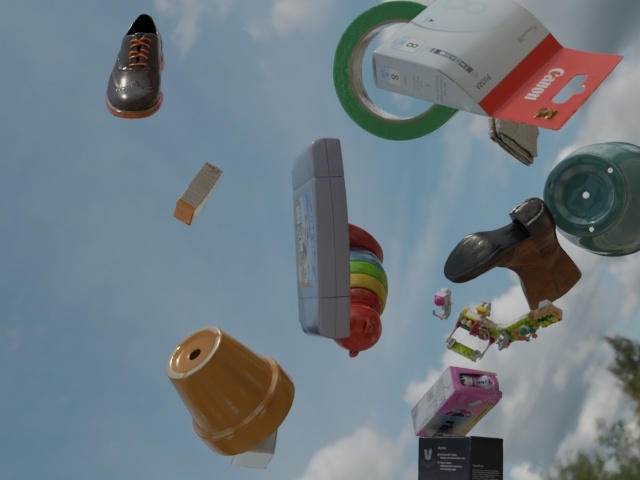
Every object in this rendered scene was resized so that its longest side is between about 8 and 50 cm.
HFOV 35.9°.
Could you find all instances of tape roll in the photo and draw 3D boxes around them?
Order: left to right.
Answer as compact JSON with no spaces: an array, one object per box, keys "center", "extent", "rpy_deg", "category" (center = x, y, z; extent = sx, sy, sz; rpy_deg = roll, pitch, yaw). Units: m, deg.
[{"center":[0.190,-0.395,2.303],"extent":[0.077,0.321,0.321],"rpy_deg":[-32,-39,-67],"category":"tape roll"}]

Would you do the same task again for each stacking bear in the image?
[{"center":[0.072,0.126,2.198],"extent":[0.175,0.164,0.289],"rpy_deg":[-57,22,34],"category":"stacking bear"}]

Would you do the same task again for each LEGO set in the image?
[{"center":[0.363,0.189,2.070],"extent":[0.107,0.287,0.132],"rpy_deg":[-45,-50,-41],"category":"LEGO set"}]

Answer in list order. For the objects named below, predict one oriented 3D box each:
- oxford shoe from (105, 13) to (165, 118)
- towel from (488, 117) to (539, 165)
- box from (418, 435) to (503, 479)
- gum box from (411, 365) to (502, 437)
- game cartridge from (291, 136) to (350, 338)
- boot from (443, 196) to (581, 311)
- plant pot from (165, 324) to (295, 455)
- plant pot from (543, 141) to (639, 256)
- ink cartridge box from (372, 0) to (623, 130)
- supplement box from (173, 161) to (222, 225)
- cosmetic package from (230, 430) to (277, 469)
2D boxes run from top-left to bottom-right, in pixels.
[{"center":[-0.315,-0.295,1.673],"extent":[0.271,0.097,0.098],"rpy_deg":[-100,12,-53],"category":"oxford shoe"},{"center":[0.489,-0.342,2.524],"extent":[0.187,0.049,0.282],"rpy_deg":[27,-126,-43],"category":"towel"},{"center":[0.271,0.461,1.917],"extent":[0.093,0.156,0.158],"rpy_deg":[10,-105,-32],"category":"box"},{"center":[0.272,0.325,1.976],"extent":[0.188,0.107,0.062],"rpy_deg":[120,152,-45],"category":"gum box"},{"center":[0.000,0.000,1.503],"extent":[0.198,0.062,0.297],"rpy_deg":[146,121,-82],"category":"game cartridge"},{"center":[0.419,0.067,2.143],"extent":[0.264,0.096,0.280],"rpy_deg":[-40,-46,-4],"category":"boot"},{"center":[-0.183,0.266,1.854],"extent":[0.205,0.205,0.188],"rpy_deg":[-52,-58,-24],"category":"plant pot"},{"center":[0.623,-0.096,2.213],"extent":[0.255,0.272,0.271],"rpy_deg":[0,-67,-59],"category":"plant pot"},{"center":[0.340,-0.355,1.885],"extent":[0.308,0.385,0.091],"rpy_deg":[-44,-40,-37],"category":"ink cartridge box"},{"center":[-0.214,-0.082,1.731],"extent":[0.098,0.036,0.062],"rpy_deg":[-59,-1,-29],"category":"supplement box"},{"center":[-0.138,0.403,2.059],"extent":[0.231,0.086,0.117],"rpy_deg":[107,170,-70],"category":"cosmetic package"}]
